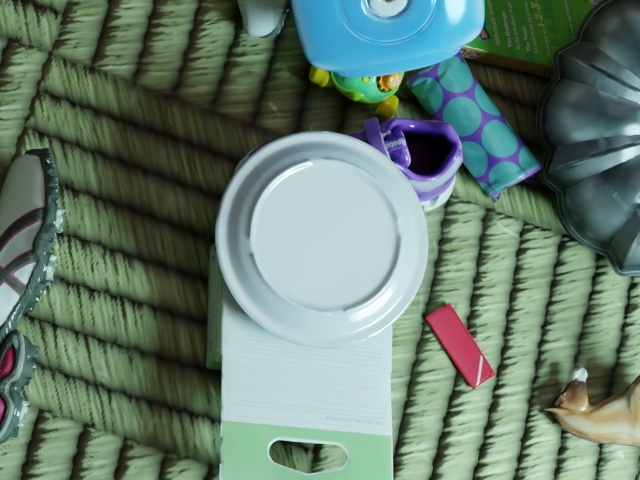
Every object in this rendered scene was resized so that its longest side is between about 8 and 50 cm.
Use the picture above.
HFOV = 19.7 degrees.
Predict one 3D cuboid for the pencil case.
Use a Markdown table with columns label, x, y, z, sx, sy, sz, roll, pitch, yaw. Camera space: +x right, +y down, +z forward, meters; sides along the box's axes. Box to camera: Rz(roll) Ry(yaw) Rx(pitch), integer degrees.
| label | x | y | z | sx | sy | sz | roll | pitch | yaw |
| --- | --- | --- | --- | --- | --- | --- | --- | --- | --- |
| pencil case | 0.152 | -0.116 | 1.825 | 0.152 | 0.064 | 0.070 | 54 | 25 | 3 |

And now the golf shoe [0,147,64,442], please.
| label | x | y | z | sx | sy | sz | roll | pitch | yaw |
| --- | --- | --- | --- | --- | --- | --- | --- | --- | --- |
| golf shoe | -0.290 | 0.038 | 1.590 | 0.120 | 0.105 | 0.273 | 12 | 69 | -9 |

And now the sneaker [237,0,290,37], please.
| label | x | y | z | sx | sy | sz | roll | pitch | yaw |
| --- | --- | --- | --- | --- | --- | --- | --- | --- | --- |
| sneaker | -0.090 | -0.338 | 1.760 | 0.129 | 0.111 | 0.297 | -10 | 102 | -1 |

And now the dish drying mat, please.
| label | x | y | z | sx | sy | sz | roll | pitch | yaw |
| --- | --- | --- | --- | --- | --- | --- | --- | --- | --- |
| dish drying mat | 0.136 | 0.102 | 1.780 | 0.032 | 0.008 | 0.083 | -31 | 86 | -25 |

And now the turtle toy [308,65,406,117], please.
| label | x | y | z | sx | sy | sz | roll | pitch | yaw |
| --- | --- | --- | --- | --- | --- | --- | --- | --- | --- |
| turtle toy | 0.049 | -0.188 | 1.806 | 0.095 | 0.066 | 0.130 | 24 | 55 | -12 |

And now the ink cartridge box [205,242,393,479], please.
| label | x | y | z | sx | sy | sz | roll | pitch | yaw |
| --- | --- | --- | --- | --- | --- | --- | --- | --- | --- |
| ink cartridge box | -0.018 | 0.118 | 1.690 | 0.171 | 0.056 | 0.235 | 7 | 71 | -18 |

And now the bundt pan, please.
| label | x | y | z | sx | sy | sz | roll | pitch | yaw |
| --- | --- | --- | --- | --- | --- | --- | --- | --- | --- |
| bundt pan | 0.366 | -0.108 | 1.780 | 0.331 | 0.124 | 0.331 | 0 | 91 | 12 |

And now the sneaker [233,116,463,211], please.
| label | x | y | z | sx | sy | sz | roll | pitch | yaw |
| --- | --- | --- | --- | --- | --- | --- | --- | --- | --- |
| sneaker | 0.035 | -0.073 | 1.745 | 0.236 | 0.104 | 0.095 | -8 | 78 | -22 |

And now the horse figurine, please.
| label | x | y | z | sx | sy | sz | roll | pitch | yaw |
| --- | --- | --- | --- | --- | --- | --- | --- | --- | --- |
| horse figurine | 0.367 | 0.172 | 1.809 | 0.263 | 0.066 | 0.174 | 37 | 76 | -13 |

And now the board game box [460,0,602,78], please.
| label | x | y | z | sx | sy | sz | roll | pitch | yaw |
| --- | --- | --- | --- | --- | --- | --- | --- | --- | --- |
| board game box | 0.204 | -0.236 | 1.892 | 0.259 | 0.039 | 0.124 | 12 | 69 | -24 |

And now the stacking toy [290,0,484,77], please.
| label | x | y | z | sx | sy | sz | roll | pitch | yaw |
| --- | --- | --- | --- | --- | --- | --- | --- | --- | --- |
| stacking toy | 0.047 | -0.301 | 1.777 | 0.175 | 0.166 | 0.302 | -11 | 35 | 1 |

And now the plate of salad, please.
| label | x | y | z | sx | sy | sz | roll | pitch | yaw |
| --- | --- | --- | --- | --- | --- | --- | --- | --- | --- |
| plate of salad | 0.000 | 0.000 | 1.678 | 0.200 | 0.048 | 0.200 | 3 | 80 | -15 |
